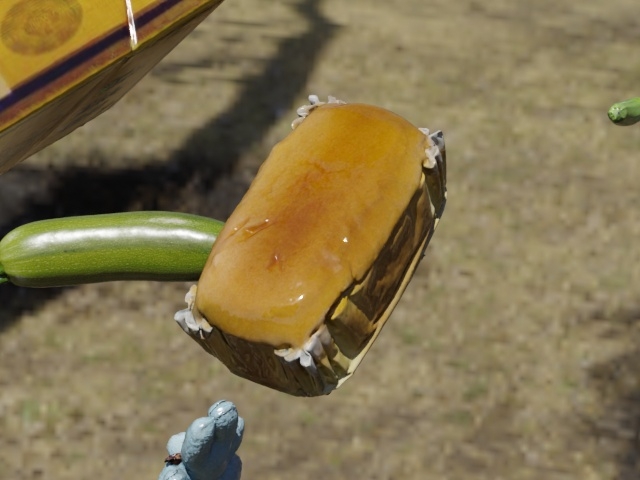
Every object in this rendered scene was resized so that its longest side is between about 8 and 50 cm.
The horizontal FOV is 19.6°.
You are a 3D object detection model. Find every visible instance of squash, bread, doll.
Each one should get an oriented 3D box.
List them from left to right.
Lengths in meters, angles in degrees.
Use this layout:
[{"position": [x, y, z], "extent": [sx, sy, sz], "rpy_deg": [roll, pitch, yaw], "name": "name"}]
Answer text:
[{"position": [-0.188, 0.008, 1.702], "extent": [0.258, 0.069, 0.069], "rpy_deg": [-2, 14, 4], "name": "squash"}, {"position": [-0.124, 0.210, 1.828], "extent": [0.120, 0.179, 0.075], "rpy_deg": [-31, 57, -27], "name": "doll"}, {"position": [0.000, 0.000, 1.475], "extent": [0.136, 0.107, 0.241], "rpy_deg": [18, 59, 26], "name": "bread"}, {"position": [0.280, -0.117, 1.700], "extent": [0.027, 0.027, 0.089], "rpy_deg": [12, 13, 26], "name": "squash"}]

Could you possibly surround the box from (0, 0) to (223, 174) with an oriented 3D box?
[{"position": [-0.205, -0.071, 1.004], "extent": [0.301, 0.084, 0.193], "rpy_deg": [-37, 3, -35], "name": "box"}]
